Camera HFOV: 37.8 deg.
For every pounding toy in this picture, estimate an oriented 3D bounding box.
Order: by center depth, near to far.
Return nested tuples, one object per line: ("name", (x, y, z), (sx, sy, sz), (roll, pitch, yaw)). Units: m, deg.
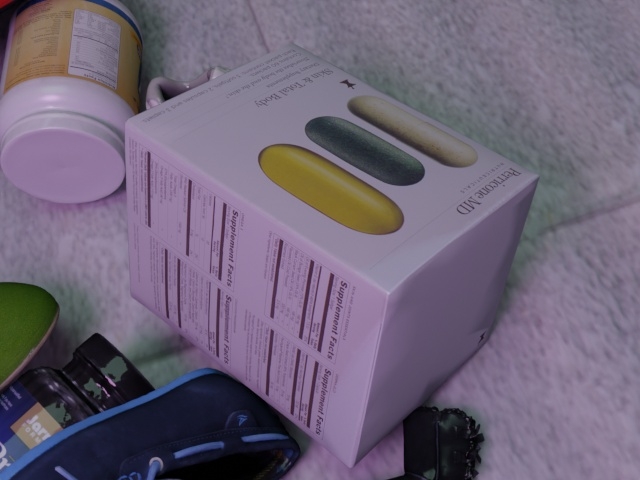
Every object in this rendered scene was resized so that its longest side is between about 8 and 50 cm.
("pounding toy", (-0.339, 0.090, 0.795), (0.183, 0.110, 0.237), (-26, 24, 22))

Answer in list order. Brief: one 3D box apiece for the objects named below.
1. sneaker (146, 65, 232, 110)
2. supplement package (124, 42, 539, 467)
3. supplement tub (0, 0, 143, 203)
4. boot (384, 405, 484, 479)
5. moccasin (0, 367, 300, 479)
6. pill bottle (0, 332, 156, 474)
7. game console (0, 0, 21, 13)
("sneaker", (-0.074, -0.127, 0.955), (0.232, 0.115, 0.090), (-1, 57, 9))
("supplement package", (0.000, 0.000, 0.780), (0.262, 0.198, 0.199), (33, 47, 26))
("supplement tub", (-0.263, -0.154, 0.987), (0.144, 0.144, 0.200), (-7, 56, 4))
("boot", (0.074, 0.185, 0.770), (0.121, 0.045, 0.099), (4, 58, 7))
("moccasin", (-0.129, 0.187, 0.671), (0.117, 0.138, 0.342), (29, 33, 21))
("pill bottle", (-0.237, 0.184, 0.774), (0.123, 0.123, 0.219), (36, 69, 27))
("game console", (-0.422, -0.269, 1.046), (0.386, 0.060, 0.342), (-34, 27, -14))
